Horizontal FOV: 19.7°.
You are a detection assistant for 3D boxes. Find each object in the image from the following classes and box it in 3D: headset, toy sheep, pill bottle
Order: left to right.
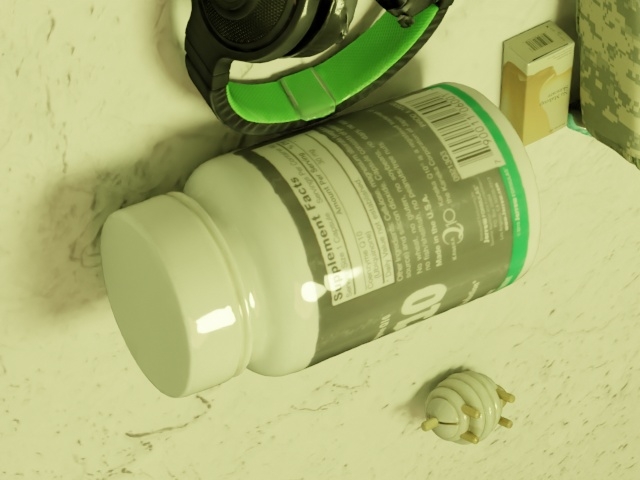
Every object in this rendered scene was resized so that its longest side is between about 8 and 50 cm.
[{"bbox_3d":[0.000,0.000,1.649,0.361,0.204,0.204,-20,140,-25],"label":"pill bottle"},{"bbox_3d":[0.029,-0.208,1.468,0.243,0.185,0.394,-23,152,-23],"label":"headset"},{"bbox_3d":[0.165,0.193,2.103,0.132,0.091,0.091,-13,137,-42],"label":"toy sheep"}]

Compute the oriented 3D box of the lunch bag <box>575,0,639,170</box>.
[{"bbox_3d":[0.394,-0.185,1.723,0.212,0.256,0.305,-23,131,-24],"label":"lunch bag"}]

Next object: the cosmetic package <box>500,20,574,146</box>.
[{"bbox_3d":[0.213,-0.153,1.815,0.060,0.041,0.115,-27,142,-18],"label":"cosmetic package"}]

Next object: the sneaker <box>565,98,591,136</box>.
[{"bbox_3d":[0.312,-0.152,1.904,0.166,0.065,0.076,-14,121,-36],"label":"sneaker"}]
